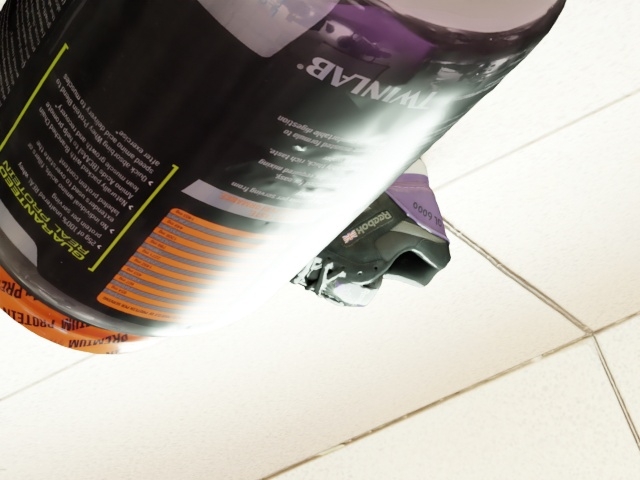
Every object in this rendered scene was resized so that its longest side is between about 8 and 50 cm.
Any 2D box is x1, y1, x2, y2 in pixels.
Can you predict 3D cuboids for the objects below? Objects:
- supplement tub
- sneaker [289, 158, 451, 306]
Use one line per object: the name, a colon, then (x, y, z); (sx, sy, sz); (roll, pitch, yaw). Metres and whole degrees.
supplement tub: (-0.052, -0.085, 0.672); (0.207, 0.207, 0.338); (-5, 155, -38)
sneaker: (0.000, 0.000, 1.208); (0.283, 0.124, 0.107); (-8, 157, -31)
